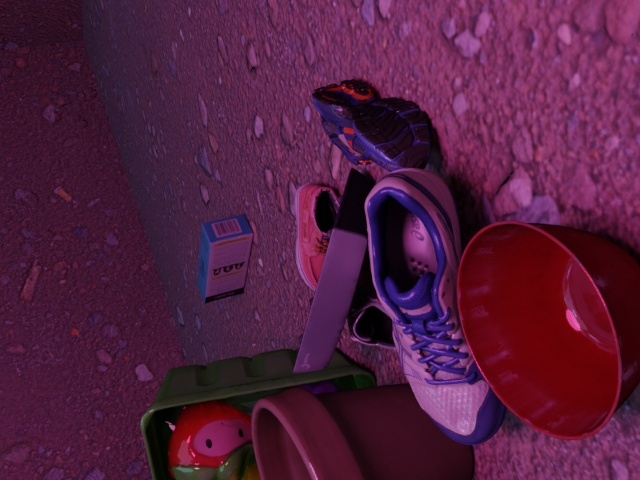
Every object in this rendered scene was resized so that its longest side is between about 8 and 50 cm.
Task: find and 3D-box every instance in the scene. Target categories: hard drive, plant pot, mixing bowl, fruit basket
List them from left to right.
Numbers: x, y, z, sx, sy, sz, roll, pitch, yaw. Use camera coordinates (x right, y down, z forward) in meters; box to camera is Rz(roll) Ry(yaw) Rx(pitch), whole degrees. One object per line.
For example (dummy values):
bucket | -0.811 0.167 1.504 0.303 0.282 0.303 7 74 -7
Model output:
fruit basket | -0.078 0.359 1.031 0.392 0.392 0.282 37 136 55
hard drive | 0.022 0.048 0.897 0.172 0.054 0.254 -72 -2 -54
plant pot | 0.063 0.294 0.849 0.263 0.230 0.262 44 141 50
mixing bowl | 0.208 0.061 0.549 0.181 0.098 0.181 43 141 49

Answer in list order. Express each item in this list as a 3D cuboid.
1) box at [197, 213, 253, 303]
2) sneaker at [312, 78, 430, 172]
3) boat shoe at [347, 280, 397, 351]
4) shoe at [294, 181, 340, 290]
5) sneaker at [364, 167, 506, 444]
box | -0.220 0.046 1.492 0.060 0.101 0.244 62 153 29
sneaker | 0.066 -0.127 0.798 0.221 0.083 0.087 51 161 52
boat shoe | 0.078 0.103 0.885 0.227 0.081 0.079 -1 103 66
shoe | 0.000 0.000 1.016 0.081 0.064 0.177 -160 62 -68
sneaker | 0.102 0.074 0.661 0.112 0.131 0.296 -18 89 24
